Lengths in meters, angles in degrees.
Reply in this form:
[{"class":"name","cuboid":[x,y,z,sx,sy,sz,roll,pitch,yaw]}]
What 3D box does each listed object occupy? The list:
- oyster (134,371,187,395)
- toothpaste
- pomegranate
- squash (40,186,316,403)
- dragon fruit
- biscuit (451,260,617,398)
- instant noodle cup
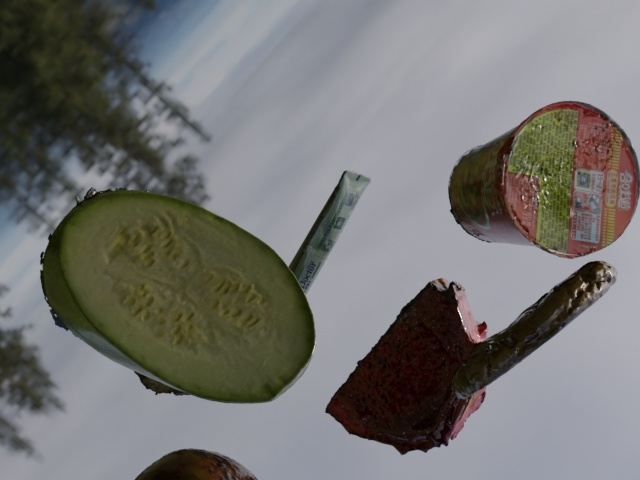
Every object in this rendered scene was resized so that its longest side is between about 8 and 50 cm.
[{"class":"oyster","cuboid":[-0.166,0.153,1.903,0.177,0.105,0.056,-4,-178,12]},{"class":"toothpaste","cuboid":[0.000,0.000,1.970,0.041,0.064,0.218,38,-76,36]},{"class":"pomegranate","cuboid":[-0.129,0.352,1.615,0.198,0.246,0.198,-29,149,-20]},{"class":"squash","cuboid":[-0.140,0.048,1.426,0.260,0.189,0.189,13,-120,51]},{"class":"dragon fruit","cuboid":[0.140,0.158,1.861,0.261,0.163,0.189,-55,-171,29]},{"class":"biscuit","cuboid":[0.234,0.096,1.584,0.226,0.042,0.226,-39,175,-4]},{"class":"instant noodle cup","cuboid":[0.258,-0.067,1.770,0.193,0.193,0.212,-52,-166,-16]}]
